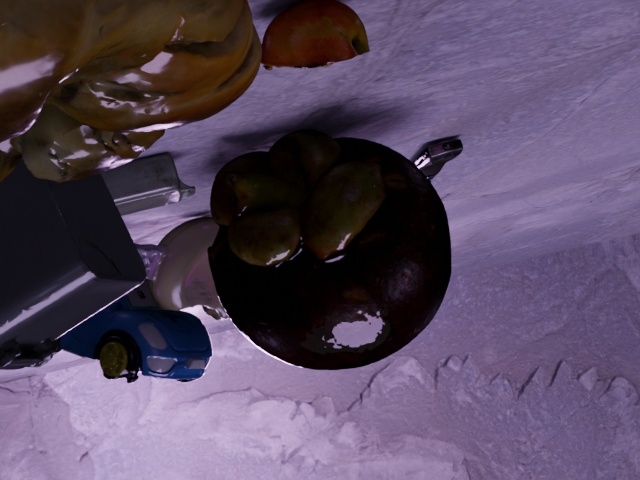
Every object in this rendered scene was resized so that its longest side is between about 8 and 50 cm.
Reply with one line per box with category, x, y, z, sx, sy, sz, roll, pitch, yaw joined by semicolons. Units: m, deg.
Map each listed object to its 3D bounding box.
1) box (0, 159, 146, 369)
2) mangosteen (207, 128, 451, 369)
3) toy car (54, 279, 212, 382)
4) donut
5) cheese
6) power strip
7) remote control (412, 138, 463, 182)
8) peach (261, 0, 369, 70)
box;-0.269;-0.020;1.244;0.135;0.243;0.163;-28;168;13
mangosteen;0.000;0.000;1.720;0.307;0.306;0.347;-18;140;18
toy car;-0.300;0.122;2.130;0.314;0.166;0.198;15;-174;34
donut;-0.213;-0.119;0.878;0.360;0.170;0.360;-16;173;-2
cheese;-0.208;0.038;2.046;0.286;0.163;0.082;6;-160;-45
power strip;-0.284;-0.047;1.629;0.272;0.052;0.078;-15;172;-6
remote control;0.160;-0.111;2.055;0.059;0.028;0.212;-12;172;-10
peach;-0.006;-0.179;1.205;0.098;0.061;0.098;-6;-167;1
